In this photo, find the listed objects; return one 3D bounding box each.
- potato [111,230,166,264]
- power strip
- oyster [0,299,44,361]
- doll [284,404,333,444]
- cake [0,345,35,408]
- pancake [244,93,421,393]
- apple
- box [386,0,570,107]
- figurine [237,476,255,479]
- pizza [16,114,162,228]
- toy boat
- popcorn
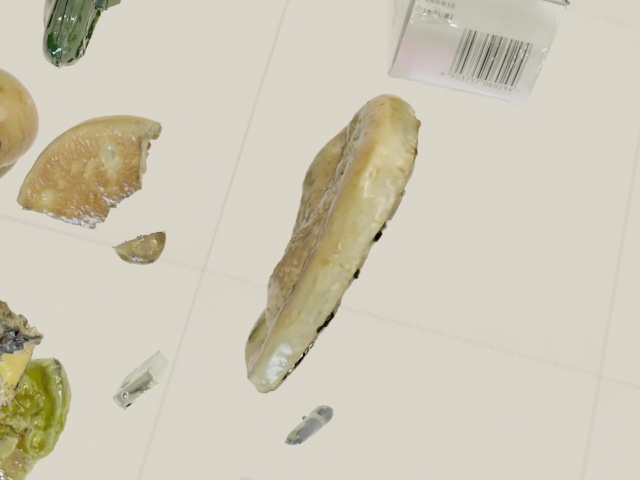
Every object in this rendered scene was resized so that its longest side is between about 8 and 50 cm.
[{"bbox_3d":[-0.240,0.017,1.411,0.037,0.093,0.036,-9,82,-48],"label":"potato"},{"bbox_3d":[-0.299,0.233,1.806,0.081,0.192,0.035,-37,94,0],"label":"power strip"},{"bbox_3d":[-0.390,0.113,1.190,0.148,0.103,0.051,-16,56,22],"label":"oyster"},{"bbox_3d":[-0.015,0.244,1.423,0.037,0.125,0.027,-30,86,22],"label":"doll"},{"bbox_3d":[-0.518,0.223,1.802,0.079,0.116,0.185,-54,48,10],"label":"cake"},{"bbox_3d":[0.000,0.000,1.252,0.082,0.387,0.387,26,70,-7],"label":"pancake"},{"bbox_3d":[-0.629,-0.191,1.917,0.261,0.261,0.194,-35,92,-15],"label":"apple"},{"bbox_3d":[0.179,-0.322,1.330,0.173,0.145,0.333,13,39,-7],"label":"box"},{"bbox_3d":[-0.173,0.523,1.869,0.200,0.276,0.133,18,37,-37],"label":"figurine"},{"bbox_3d":[-0.326,-0.099,1.529,0.134,0.271,0.056,50,29,-7],"label":"pizza"},{"bbox_3d":[-0.144,-0.205,0.751,0.052,0.104,0.210,26,57,-8],"label":"toy boat"},{"bbox_3d":[-0.580,0.318,1.916,0.326,0.290,0.321,-31,55,-4],"label":"popcorn"}]
